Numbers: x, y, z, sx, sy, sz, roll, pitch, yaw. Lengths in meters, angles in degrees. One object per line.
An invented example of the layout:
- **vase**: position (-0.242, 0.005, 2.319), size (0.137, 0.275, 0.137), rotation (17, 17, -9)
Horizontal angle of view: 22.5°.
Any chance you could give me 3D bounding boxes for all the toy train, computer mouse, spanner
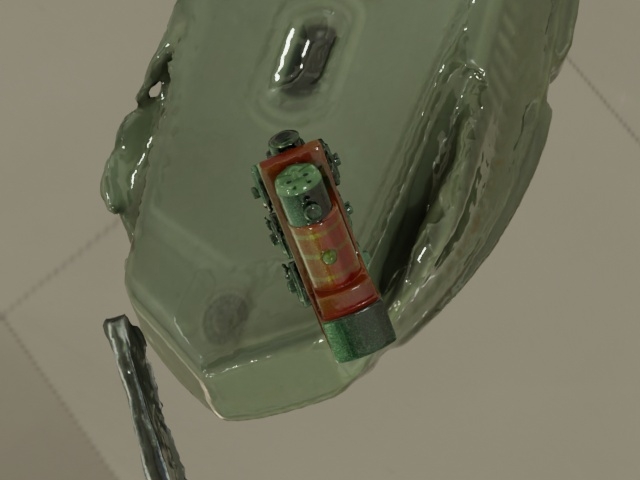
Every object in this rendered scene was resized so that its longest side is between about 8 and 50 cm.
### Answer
- **toy train**: position (0.000, 0.000, 0.737), size (0.044, 0.064, 0.103), rotation (-21, 118, -1)
- **computer mouse**: position (0.027, -0.091, 0.944), size (0.228, 0.145, 0.429), rotation (11, 76, 34)
- **spanner**: position (-0.032, 0.182, 0.592), size (0.026, 0.093, 0.326), rotation (-20, 76, 4)
